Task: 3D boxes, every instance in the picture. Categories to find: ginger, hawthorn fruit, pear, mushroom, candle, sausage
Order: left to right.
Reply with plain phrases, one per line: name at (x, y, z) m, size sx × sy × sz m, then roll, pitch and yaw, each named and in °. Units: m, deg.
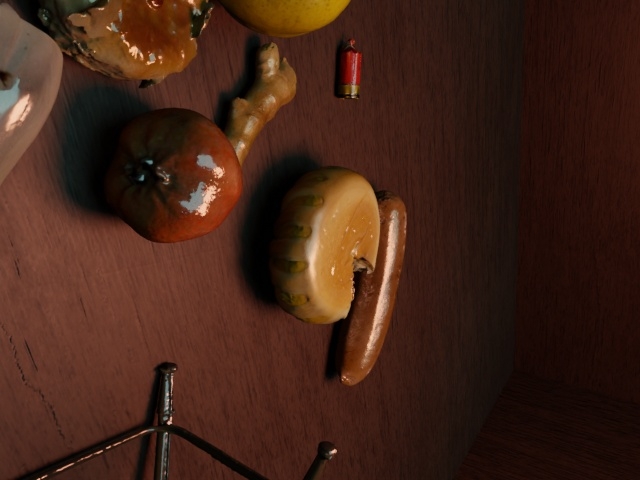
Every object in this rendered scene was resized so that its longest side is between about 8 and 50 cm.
mushroom at (-0.403, -0.118, 0.657) m, size 0.159 × 0.122 × 0.329 m, roll 19°, pitch 80°, yaw -20°
hawthorn fruit at (-0.199, -0.090, 0.904) m, size 0.251 × 0.199 × 0.199 m, roll 7°, pitch 93°, yaw -68°
ginger at (-0.124, -0.216, 1.075) m, size 0.118 × 0.065 × 0.299 m, roll 43°, pitch 63°, yaw -43°
pear at (-0.060, -0.459, 0.901) m, size 0.294 × 0.294 × 0.294 m, roll -22°, pitch 117°, yaw -53°
candle at (0.065, -0.384, 1.329) m, size 0.052 × 0.052 × 0.131 m, roll -15°, pitch 110°, yaw -54°
sausage at (0.132, 0.121, 1.509) m, size 0.136 × 0.123 × 0.501 m, roll 11°, pitch 91°, yaw -55°

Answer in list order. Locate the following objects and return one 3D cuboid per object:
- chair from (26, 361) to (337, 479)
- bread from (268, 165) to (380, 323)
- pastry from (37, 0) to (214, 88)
chair at (-0.246, 0.469, 0.849) m, size 0.364 × 0.361 × 0.410 m, roll -13°, pitch 115°, yaw -55°
bread at (0.000, 0.000, 1.240) m, size 0.333 × 0.160 × 0.333 m, roll -20°, pitch 114°, yaw -55°
pastry at (-0.252, -0.341, 0.793) m, size 0.257 × 0.120 × 0.236 m, roll -64°, pitch 144°, yaw -22°
